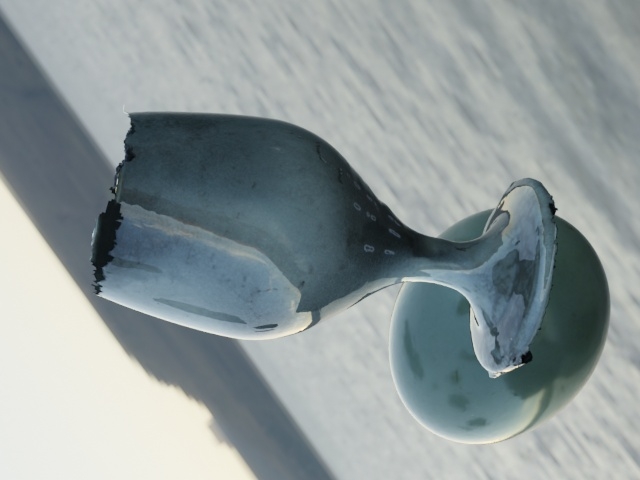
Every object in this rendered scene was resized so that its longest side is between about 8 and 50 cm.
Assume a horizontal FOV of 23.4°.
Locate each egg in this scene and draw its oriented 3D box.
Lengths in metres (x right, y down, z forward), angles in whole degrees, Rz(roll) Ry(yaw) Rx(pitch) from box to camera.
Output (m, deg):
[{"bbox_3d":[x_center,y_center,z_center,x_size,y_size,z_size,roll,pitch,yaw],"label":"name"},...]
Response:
[{"bbox_3d":[0.126,0.063,1.110,0.149,0.149,0.192,51,133,34],"label":"egg"}]

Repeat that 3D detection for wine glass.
[{"bbox_3d":[0.000,0.000,0.853,0.241,0.126,0.126,11,-174,-14],"label":"wine glass"}]
